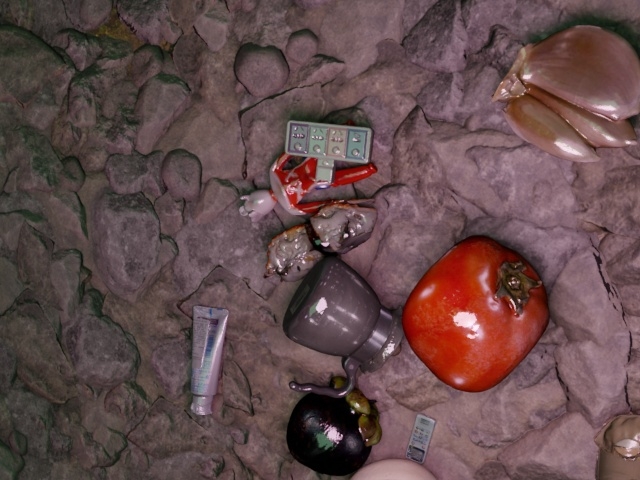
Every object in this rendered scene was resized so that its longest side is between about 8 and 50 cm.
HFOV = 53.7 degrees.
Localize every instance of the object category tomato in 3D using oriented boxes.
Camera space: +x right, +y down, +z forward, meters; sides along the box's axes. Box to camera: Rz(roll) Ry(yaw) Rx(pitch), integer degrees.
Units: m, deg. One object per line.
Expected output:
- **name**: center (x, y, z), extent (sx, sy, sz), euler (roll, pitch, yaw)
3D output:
- **tomato**: center (0.339, 0.160, 1.379), extent (0.293, 0.325, 0.290), euler (44, 135, 4)

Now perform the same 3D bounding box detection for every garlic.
- **garlic**: center (0.546, -0.319, 1.356), extent (0.325, 0.132, 0.279), euler (30, 105, 20)

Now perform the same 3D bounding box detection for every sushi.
- **sushi**: center (0.000, 0.000, 1.597), extent (0.332, 0.124, 0.130), euler (-28, 63, 21)

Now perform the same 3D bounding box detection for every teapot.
- **teapot**: center (0.062, 0.227, 1.502), extent (0.285, 0.223, 0.305), euler (32, 62, -10)

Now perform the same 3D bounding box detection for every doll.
- **doll**: center (-0.051, -0.153, 1.634), extent (0.384, 0.099, 0.188), euler (-25, 83, 15)

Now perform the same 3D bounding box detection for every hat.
- **hat**: center (0.667, 0.466, 1.407), extent (0.147, 0.085, 0.175), euler (9, 120, 10)

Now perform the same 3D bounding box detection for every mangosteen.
- **mangosteen**: center (0.038, 0.467, 1.582), extent (0.243, 0.243, 0.243), euler (2, 95, 22)

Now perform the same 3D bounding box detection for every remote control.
- **remote control**: center (0.253, 0.500, 1.594), extent (0.053, 0.018, 0.124), euler (18, 100, 20)

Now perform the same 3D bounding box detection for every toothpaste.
- **toothpaste**: center (-0.324, 0.338, 1.794), extent (0.114, 0.073, 0.299), euler (5, 88, 22)

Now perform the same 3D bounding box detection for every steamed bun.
- **steamed bun**: center (0.185, 0.658, 1.545), extent (0.283, 0.177, 0.283), euler (3, 105, 10)

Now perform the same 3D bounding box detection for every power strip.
- **power strip**: center (0.019, -0.214, 1.552), extent (0.215, 0.061, 0.145), euler (9, 98, 14)
